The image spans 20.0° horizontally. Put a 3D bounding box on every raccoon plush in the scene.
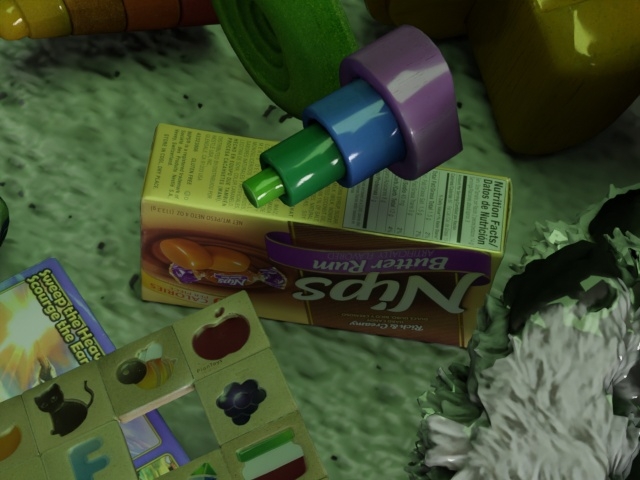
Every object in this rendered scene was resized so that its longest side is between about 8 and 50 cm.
[{"bbox_3d":[0.105,0.149,0.889,0.216,0.299,0.446,38,94,-1],"label":"raccoon plush"}]

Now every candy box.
[{"bbox_3d":[0.000,0.000,0.964,0.187,0.109,0.053,10,59,0],"label":"candy box"}]

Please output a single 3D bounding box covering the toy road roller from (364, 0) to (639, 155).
[{"bbox_3d":[0.178,-0.192,1.055,0.329,0.202,0.240,-13,76,-13],"label":"toy road roller"}]

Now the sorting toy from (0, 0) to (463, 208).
[{"bbox_3d":[-0.072,-0.101,0.944,0.126,0.127,0.365,-31,37,-16],"label":"sorting toy"}]

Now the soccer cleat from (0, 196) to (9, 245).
[{"bbox_3d":[-0.305,-0.026,0.977,0.289,0.093,0.121,16,21,13],"label":"soccer cleat"}]

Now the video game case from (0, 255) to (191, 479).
[{"bbox_3d":[-0.167,0.172,0.871,0.244,0.061,0.269,-28,66,-19],"label":"video game case"}]

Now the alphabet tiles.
[{"bbox_3d":[-0.110,0.141,0.803,0.237,0.009,0.198,-25,49,-1],"label":"alphabet tiles"}]
